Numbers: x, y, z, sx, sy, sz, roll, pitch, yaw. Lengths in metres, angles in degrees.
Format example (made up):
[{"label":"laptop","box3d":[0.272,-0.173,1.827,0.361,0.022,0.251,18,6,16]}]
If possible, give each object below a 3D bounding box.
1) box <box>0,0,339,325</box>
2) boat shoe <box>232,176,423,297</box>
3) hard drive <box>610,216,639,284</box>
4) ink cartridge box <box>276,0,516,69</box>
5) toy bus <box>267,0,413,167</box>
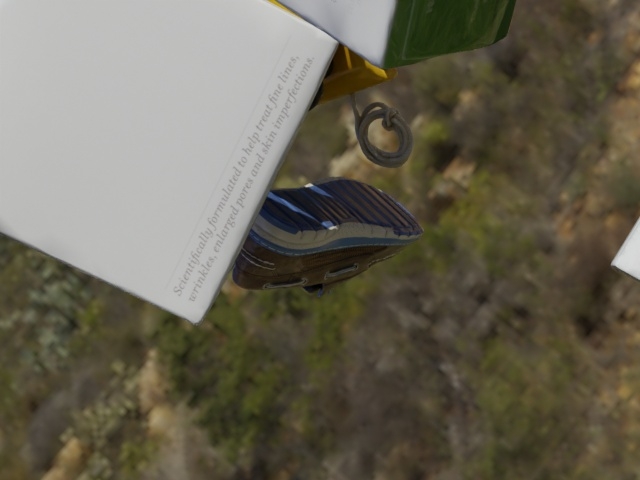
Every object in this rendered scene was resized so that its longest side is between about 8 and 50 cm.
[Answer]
[{"label":"box","box3d":[-0.112,-0.074,0.929,0.181,0.181,0.119,-63,8,2]},{"label":"boat shoe","box3d":[0.000,0.000,1.123,0.183,0.066,0.066,-1,-51,-52]},{"label":"hard drive","box3d":[0.398,-0.071,1.159,0.353,0.233,0.047,-59,-6,3]},{"label":"ink cartridge box","box3d":[-0.019,-0.154,0.544,0.062,0.209,0.109,-20,-46,-40]},{"label":"toy bus","box3d":[-0.027,-0.150,1.046,0.104,0.202,0.191,-34,-31,-51]}]
